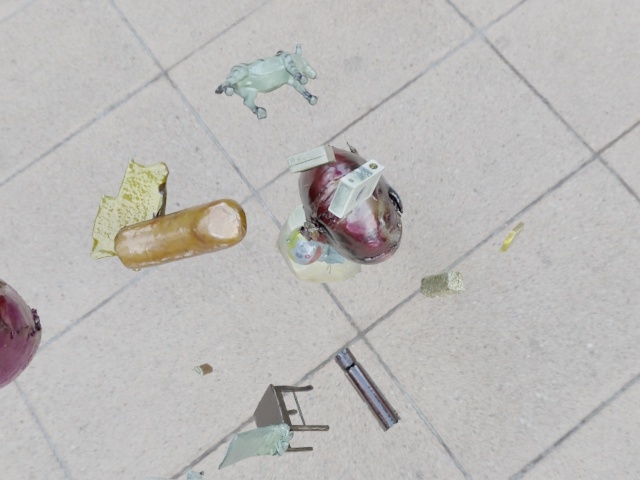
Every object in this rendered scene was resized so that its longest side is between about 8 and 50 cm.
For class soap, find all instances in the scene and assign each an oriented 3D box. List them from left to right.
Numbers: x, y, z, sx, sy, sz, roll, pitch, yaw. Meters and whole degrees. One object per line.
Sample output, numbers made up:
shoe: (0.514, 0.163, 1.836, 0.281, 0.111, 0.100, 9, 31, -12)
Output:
soap: (-0.461, -0.066, 1.164, 0.143, 0.281, 0.259, 17, 83, -19)

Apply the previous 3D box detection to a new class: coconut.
coconut: (0.000, 0.000, 1.884, 0.360, 0.346, 0.346, 4, 78, 8)

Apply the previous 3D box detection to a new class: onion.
onion: (-0.735, 0.171, 0.893, 0.358, 0.358, 0.345, 33, 100, 10)
onion: (0.060, -0.066, 1.114, 0.232, 0.314, 0.314, -40, 78, 0)

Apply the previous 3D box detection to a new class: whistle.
whistle: (-0.011, 0.029, 1.396, 0.223, 0.123, 0.123, 21, 77, -31)

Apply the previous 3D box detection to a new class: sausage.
sausage: (-0.265, -0.011, 0.919, 0.270, 0.109, 0.109, -14, 76, 16)

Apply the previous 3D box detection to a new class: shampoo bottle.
shampoo bottle: (0.171, 0.556, 1.770, 0.084, 0.129, 0.323, -37, 71, -3)

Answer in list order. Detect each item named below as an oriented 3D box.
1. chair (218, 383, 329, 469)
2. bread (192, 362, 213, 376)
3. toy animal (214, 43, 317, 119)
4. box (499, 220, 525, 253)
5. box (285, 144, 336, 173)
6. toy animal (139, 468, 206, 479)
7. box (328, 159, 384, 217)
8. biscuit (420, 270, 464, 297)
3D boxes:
chair: (-0.156, 0.545, 1.396, 0.160, 0.319, 0.186, -61, 38, 28)
bread: (-0.448, 0.495, 1.803, 0.047, 0.083, 0.036, 35, 94, 16)
toy animal: (-0.089, -0.294, 0.838, 0.217, 0.073, 0.176, -17, 44, -19)
box: (0.672, -0.012, 1.646, 0.022, 0.156, 0.089, 31, 117, 23)
box: (-0.019, -0.157, 0.917, 0.083, 0.079, 0.035, -14, 96, 14)
toy animal: (-0.450, 0.799, 1.438, 0.249, 0.289, 0.174, -12, 63, 10)
box: (0.048, -0.070, 0.627, 0.024, 0.054, 0.083, 38, 43, 14)
biscuit: (0.408, 0.150, 1.593, 0.070, 0.168, 0.082, 7, 76, -26)
